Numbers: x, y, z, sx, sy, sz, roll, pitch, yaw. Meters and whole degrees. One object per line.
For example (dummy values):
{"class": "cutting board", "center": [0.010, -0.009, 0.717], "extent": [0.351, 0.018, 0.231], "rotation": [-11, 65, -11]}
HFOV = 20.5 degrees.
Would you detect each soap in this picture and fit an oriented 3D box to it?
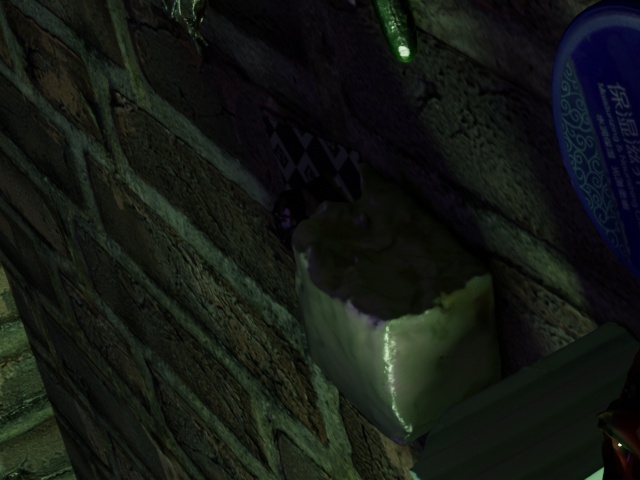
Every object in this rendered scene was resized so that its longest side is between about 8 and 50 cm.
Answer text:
{"class": "soap", "center": [0.178, 0.168, 1.333], "extent": [0.145, 0.230, 0.091], "rotation": [39, 148, 50]}

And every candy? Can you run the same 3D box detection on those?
{"class": "candy", "center": [0.066, 0.064, 1.625], "extent": [0.185, 0.137, 0.195], "rotation": [46, 156, 40]}

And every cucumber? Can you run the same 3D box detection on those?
{"class": "cucumber", "center": [0.052, -0.225, 1.449], "extent": [0.033, 0.036, 0.184], "rotation": [27, 142, 43]}

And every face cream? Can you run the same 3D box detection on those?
{"class": "face cream", "center": [0.242, -0.066, 1.063], "extent": [0.206, 0.111, 0.206], "rotation": [49, 155, 32]}

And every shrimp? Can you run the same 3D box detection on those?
{"class": "shrimp", "center": [-0.146, -0.270, 1.857], "extent": [0.065, 0.056, 0.165], "rotation": [23, 128, 39]}

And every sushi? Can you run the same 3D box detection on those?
{"class": "sushi", "center": [0.000, 0.000, 1.836], "extent": [0.219, 0.047, 0.231], "rotation": [26, 138, 60]}

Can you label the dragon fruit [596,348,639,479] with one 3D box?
{"class": "dragon fruit", "center": [0.279, 0.137, 1.110], "extent": [0.274, 0.193, 0.192], "rotation": [156, 107, -72]}
